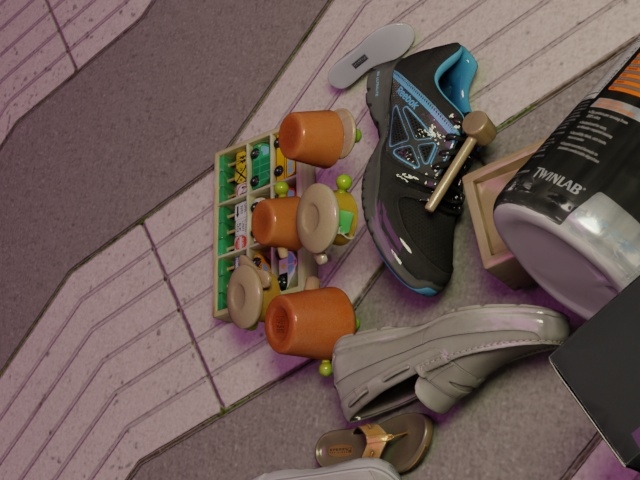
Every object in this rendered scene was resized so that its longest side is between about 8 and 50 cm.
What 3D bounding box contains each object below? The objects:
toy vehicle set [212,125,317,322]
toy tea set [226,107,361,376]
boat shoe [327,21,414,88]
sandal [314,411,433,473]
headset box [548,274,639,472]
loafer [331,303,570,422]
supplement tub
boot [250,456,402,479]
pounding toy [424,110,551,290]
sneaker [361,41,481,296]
[{"bbox_3d":[-0.081,-0.027,1.699,0.166,0.035,0.266,-19,60,34],"label":"toy vehicle set"},{"bbox_3d":[0.000,0.000,1.520,0.200,0.124,0.336,44,123,48],"label":"toy tea set"},{"bbox_3d":[0.070,-0.263,1.665,0.142,0.049,0.040,-30,16,22],"label":"boat shoe"},{"bbox_3d":[0.058,0.250,1.452,0.180,0.049,0.072,-15,63,36],"label":"sandal"},{"bbox_3d":[0.380,0.102,1.074,0.246,0.283,0.131,-46,49,18],"label":"headset box"},{"bbox_3d":[0.148,0.145,1.383,0.319,0.112,0.111,-19,65,41],"label":"loafer"},{"bbox_3d":[0.350,-0.087,1.193,0.338,0.207,0.207,-47,45,-11],"label":"supplement tub"},{"bbox_3d":[-0.028,0.340,1.423,0.258,0.095,0.123,-24,17,31],"label":"boot"},{"bbox_3d":[0.222,-0.053,1.401,0.181,0.094,0.206,-25,57,25],"label":"pounding toy"},{"bbox_3d":[0.135,-0.098,1.481,0.140,0.125,0.340,-21,60,34],"label":"sneaker"}]
